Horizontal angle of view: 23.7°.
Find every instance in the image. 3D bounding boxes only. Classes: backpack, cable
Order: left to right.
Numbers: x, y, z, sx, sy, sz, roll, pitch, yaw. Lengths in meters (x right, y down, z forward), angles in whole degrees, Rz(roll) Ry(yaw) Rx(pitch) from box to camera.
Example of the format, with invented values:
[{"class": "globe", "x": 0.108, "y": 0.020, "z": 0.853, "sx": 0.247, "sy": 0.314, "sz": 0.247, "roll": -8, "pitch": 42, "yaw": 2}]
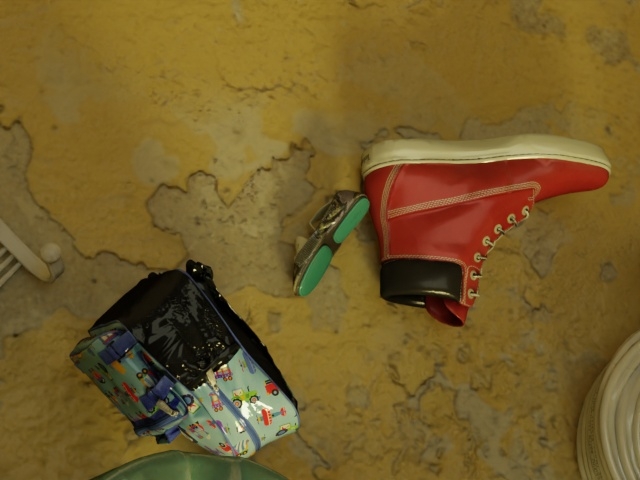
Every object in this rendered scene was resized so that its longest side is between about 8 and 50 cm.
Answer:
[{"class": "backpack", "x": -0.105, "y": 0.116, "z": 1.256, "sx": 0.117, "sy": 0.158, "sz": 0.173, "roll": -43, "pitch": 100, "yaw": -19}, {"class": "cable", "x": 0.364, "y": 0.193, "z": 1.425, "sx": 0.257, "sy": 0.089, "sz": 0.257, "roll": 34, "pitch": 64, "yaw": -4}]

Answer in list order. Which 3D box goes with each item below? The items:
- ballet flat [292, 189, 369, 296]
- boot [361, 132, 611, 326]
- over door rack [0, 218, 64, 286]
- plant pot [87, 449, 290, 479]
[{"class": "ballet flat", "x": 0.000, "y": 0.000, "z": 1.397, "sx": 0.041, "sy": 0.041, "sz": 0.114, "roll": 36, "pitch": 76, "yaw": -4}, {"class": "boot", "x": 0.166, "y": -0.007, "z": 1.434, "sx": 0.244, "sy": 0.088, "sz": 0.176, "roll": -4, "pitch": 72, "yaw": -12}, {"class": "over door rack", "x": -0.398, "y": -0.014, "z": 1.221, "sx": 0.324, "sy": 0.108, "sz": 0.239, "roll": 42, "pitch": 62, "yaw": 0}, {"class": "plant pot", "x": -0.145, "y": 0.309, "z": 1.016, "sx": 0.341, "sy": 0.334, "sz": 0.341, "roll": 17, "pitch": 58, "yaw": -29}]
